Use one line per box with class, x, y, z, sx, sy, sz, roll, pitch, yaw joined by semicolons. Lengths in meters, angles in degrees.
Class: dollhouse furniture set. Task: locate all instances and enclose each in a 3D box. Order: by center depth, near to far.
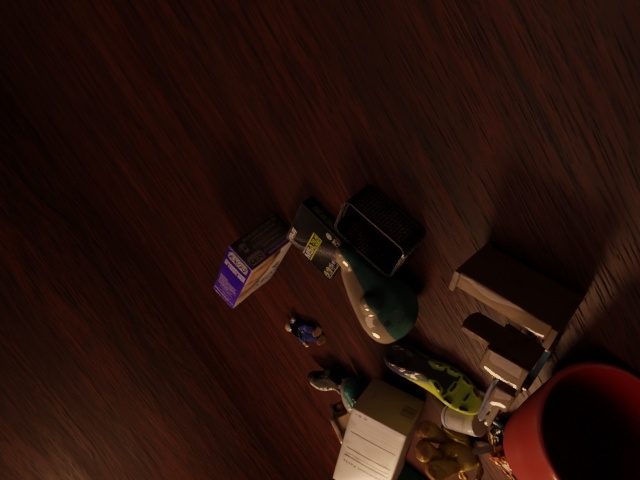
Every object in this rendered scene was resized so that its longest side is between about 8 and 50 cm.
dollhouse furniture set;0.310;0.212;1.003;0.198;0.286;0.303;33;133;28

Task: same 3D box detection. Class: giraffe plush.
giraffe plush;0.373;0.615;1.506;0.211;0.181;0.170;6;149;5

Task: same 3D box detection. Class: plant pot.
plant pot;0.493;0.394;1.006;0.275;0.275;0.243;43;157;14

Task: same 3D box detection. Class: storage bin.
storage bin;0.132;-0.022;1.187;0.180;0.084;0.122;43;149;15

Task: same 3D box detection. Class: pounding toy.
pounding toy;0.122;0.630;1.876;0.269;0.155;0.154;69;176;-69

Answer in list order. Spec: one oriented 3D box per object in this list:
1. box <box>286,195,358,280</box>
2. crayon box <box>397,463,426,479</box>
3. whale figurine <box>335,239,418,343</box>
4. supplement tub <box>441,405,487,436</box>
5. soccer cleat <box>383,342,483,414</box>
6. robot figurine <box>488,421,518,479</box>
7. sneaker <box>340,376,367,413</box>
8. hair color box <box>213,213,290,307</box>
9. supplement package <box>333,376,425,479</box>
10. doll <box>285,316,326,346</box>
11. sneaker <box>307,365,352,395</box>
box;0.000;0.000;1.421;0.184;0.045;0.190;43;148;8
crayon box;0.373;1.013;1.944;0.313;0.106;0.362;28;143;31
whale figurine;0.137;0.111;1.261;0.271;0.141;0.216;60;-168;-5
supplement tub;0.384;0.479;1.398;0.107;0.071;0.071;-9;115;54
soccer cleat;0.301;0.361;1.394;0.289;0.093;0.121;28;173;27
robot figurine;0.514;0.514;1.251;0.211;0.085;0.291;44;148;14
sneaker;0.186;0.574;1.739;0.121;0.108;0.302;-19;109;49
hair color box;-0.214;0.073;1.641;0.110;0.185;0.338;46;149;8
supplement package;0.176;0.605;1.584;0.176;0.177;0.292;22;117;21
doll;-0.063;0.322;1.841;0.189;0.046;0.129;7;127;49
sneaker;0.038;0.484;1.857;0.234;0.078;0.106;6;124;45
